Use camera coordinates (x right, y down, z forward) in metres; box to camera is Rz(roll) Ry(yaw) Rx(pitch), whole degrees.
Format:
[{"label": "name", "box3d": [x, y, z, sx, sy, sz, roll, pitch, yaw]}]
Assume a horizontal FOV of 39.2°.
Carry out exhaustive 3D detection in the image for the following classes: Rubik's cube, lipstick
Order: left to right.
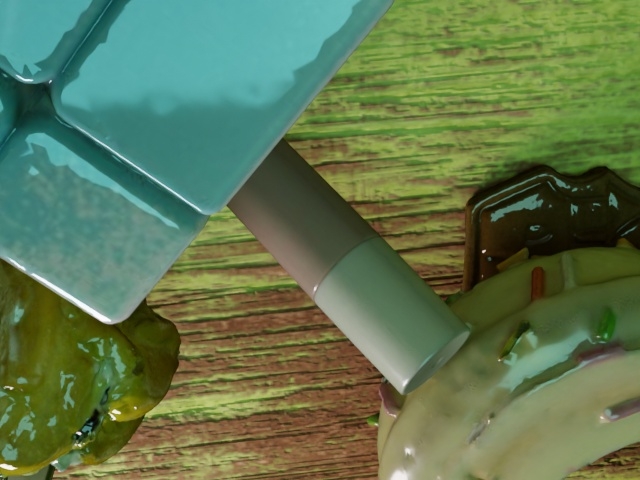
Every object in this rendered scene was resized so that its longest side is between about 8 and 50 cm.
[{"label": "Rubik's cube", "box3d": [-0.139, -0.208, 0.515, 0.315, 0.319, 0.322, 36, 107, -20]}, {"label": "lipstick", "box3d": [0.000, 0.000, 0.679, 0.254, 0.070, 0.070, 46, 107, 19]}]

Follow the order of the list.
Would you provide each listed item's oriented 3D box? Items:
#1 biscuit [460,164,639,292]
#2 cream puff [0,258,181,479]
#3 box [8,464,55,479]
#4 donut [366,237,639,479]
[{"label": "biscuit", "box3d": [0.232, 0.020, 0.810, 0.215, 0.034, 0.182, -2, 115, -5]}, {"label": "cream puff", "box3d": [-0.208, 0.076, 0.717, 0.194, 0.221, 0.195, -25, 129, -35]}, {"label": "box", "box3d": [-0.331, 0.198, 0.757, 0.194, 0.177, 0.148, 20, 112, -14]}, {"label": "donut", "box3d": [0.196, 0.150, 0.770, 0.307, 0.150, 0.371, 26, 117, -30]}]
